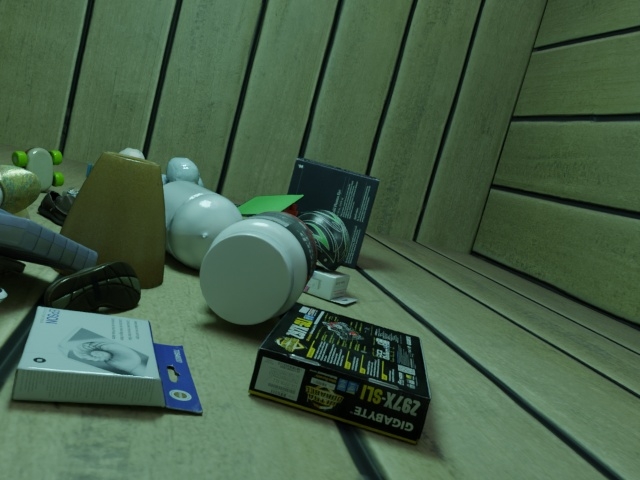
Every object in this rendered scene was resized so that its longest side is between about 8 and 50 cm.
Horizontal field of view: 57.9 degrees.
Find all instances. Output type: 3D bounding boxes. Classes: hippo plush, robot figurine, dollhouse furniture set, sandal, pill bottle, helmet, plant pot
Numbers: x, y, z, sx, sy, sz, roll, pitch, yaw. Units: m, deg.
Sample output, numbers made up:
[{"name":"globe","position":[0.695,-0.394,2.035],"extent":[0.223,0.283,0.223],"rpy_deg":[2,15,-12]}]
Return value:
[{"name":"hippo plush","position":[-0.469,-0.131,1.734],"extent":[0.236,0.234,0.294],"rpy_deg":[-2,-29,-8]},{"name":"robot figurine","position":[-0.331,-0.041,1.525],"extent":[0.300,0.200,0.353],"rpy_deg":[1,15,-38]},{"name":"dollhouse furniture set","position":[-0.719,-0.174,1.809],"extent":[0.129,0.184,0.129],"rpy_deg":[13,8,-15]},{"name":"sandal","position":[-0.395,0.089,1.001],"extent":[0.060,0.090,0.219],"rpy_deg":[-6,6,23]},{"name":"pill bottle","position":[-0.124,0.052,1.230],"extent":[0.210,0.210,0.363],"rpy_deg":[15,8,3]},{"name":"helmet","position":[0.000,0.000,1.584],"extent":[0.161,0.169,0.169],"rpy_deg":[-2,0,25]},{"name":"plant pot","position":[-0.431,-0.054,1.241],"extent":[0.237,0.254,0.237],"rpy_deg":[14,7,-2]}]

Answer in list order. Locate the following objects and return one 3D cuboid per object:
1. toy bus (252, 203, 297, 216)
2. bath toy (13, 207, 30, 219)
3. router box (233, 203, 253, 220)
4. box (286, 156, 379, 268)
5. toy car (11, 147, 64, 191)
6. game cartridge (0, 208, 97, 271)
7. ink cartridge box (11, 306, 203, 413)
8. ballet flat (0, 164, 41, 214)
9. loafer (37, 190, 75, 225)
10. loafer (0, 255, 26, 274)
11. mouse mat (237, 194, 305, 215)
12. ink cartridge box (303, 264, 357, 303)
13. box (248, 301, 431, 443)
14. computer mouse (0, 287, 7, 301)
[{"name":"toy bus","position":[-0.145,-0.014,1.669],"extent":[0.149,0.211,0.220],"rpy_deg":[22,12,36]},{"name":"bath toy","position":[-0.808,-0.110,1.388],"extent":[0.151,0.129,0.348],"rpy_deg":[7,10,-46]},{"name":"router box","position":[-0.235,-0.031,1.885],"extent":[0.243,0.081,0.309],"rpy_deg":[37,17,32]},{"name":"box","position":[0.019,-0.108,2.158],"extent":[0.312,0.343,0.179],"rpy_deg":[15,9,-4]},{"name":"toy car","position":[-1.012,-0.246,1.997],"extent":[0.188,0.149,0.155],"rpy_deg":[6,12,33]},{"name":"game cartridge","position":[-0.602,-0.020,1.004],"extent":[0.355,0.068,0.230],"rpy_deg":[11,-18,10]},{"name":"ink cartridge box","position":[-0.280,0.156,0.787],"extent":[0.224,0.045,0.223],"rpy_deg":[12,8,-23]},{"name":"ballet flat","position":[-0.758,-0.084,1.166],"extent":[0.348,0.123,0.123],"rpy_deg":[-6,14,-16]},{"name":"loafer","position":[-0.707,-0.088,1.605],"extent":[0.220,0.078,0.080],"rpy_deg":[19,9,29]},{"name":"loafer","position":[-0.593,0.044,1.039],"extent":[0.045,0.039,0.125],"rpy_deg":[-5,-20,29]},{"name":"mouse mat","position":[-0.155,-0.102,1.652],"extent":[0.189,0.007,0.152],"rpy_deg":[2,26,33]},{"name":"ink cartridge box","position":[0.003,0.111,1.576],"extent":[0.198,0.067,0.115],"rpy_deg":[17,7,21]},{"name":"box","position":[0.044,0.202,0.971],"extent":[0.257,0.079,0.322],"rpy_deg":[14,7,5]},{"name":"computer mouse","position":[-0.545,0.087,0.804],"extent":[0.193,0.042,0.106],"rpy_deg":[5,6,-25]}]
